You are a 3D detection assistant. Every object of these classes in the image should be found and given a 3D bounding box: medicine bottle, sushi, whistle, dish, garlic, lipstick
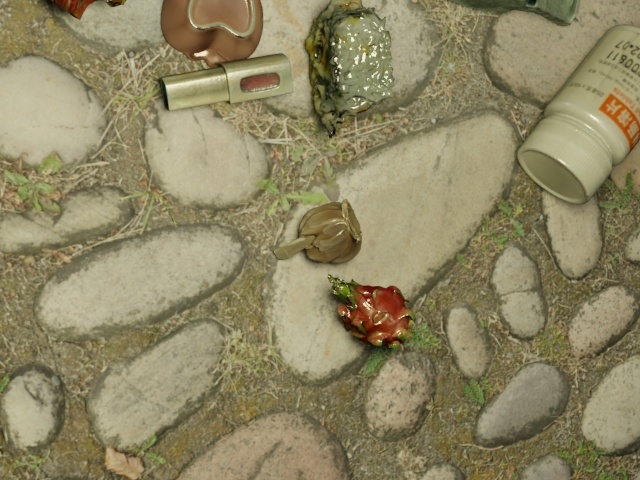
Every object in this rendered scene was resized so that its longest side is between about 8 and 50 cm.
[{"bbox_3d":[0.620,-0.279,2.086,0.211,0.211,0.371,42,79,-18],"label":"medicine bottle"},{"bbox_3d":[0.057,-0.348,1.885,0.139,0.184,0.274,-8,98,-18],"label":"sushi"},{"bbox_3d":[0.426,-0.578,2.003,0.404,0.188,0.168,10,90,-21],"label":"whistle"},{"bbox_3d":[-0.200,-0.443,1.833,0.213,0.090,0.214,-1,94,-21],"label":"dish"},{"bbox_3d":[0.000,0.000,1.939,0.194,0.127,0.131,-31,85,11],"label":"garlic"},{"bbox_3d":[-0.185,-0.311,1.852,0.252,0.077,0.079,-12,117,-15],"label":"lipstick"}]

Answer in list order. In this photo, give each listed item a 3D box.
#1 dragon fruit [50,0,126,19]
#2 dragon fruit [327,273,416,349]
[{"bbox_3d":[-0.397,-0.563,1.686,0.315,0.250,0.250,-38,106,6],"label":"dragon fruit"},{"bbox_3d":[0.096,0.140,1.963,0.235,0.137,0.135,33,80,-17],"label":"dragon fruit"}]
